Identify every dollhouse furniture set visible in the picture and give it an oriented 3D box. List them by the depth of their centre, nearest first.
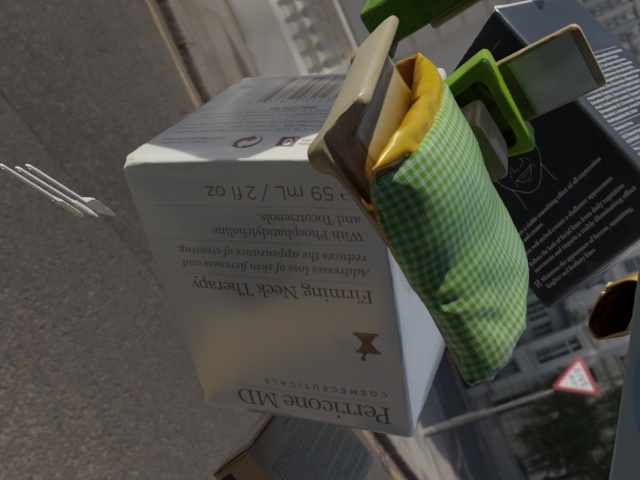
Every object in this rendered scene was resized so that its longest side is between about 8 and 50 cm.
[{"bbox_3d":[0.129,-0.089,0.445,0.197,0.151,0.301,52,32,-23],"label":"dollhouse furniture set"}]

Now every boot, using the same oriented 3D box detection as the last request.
[{"bbox_3d":[0.476,0.037,0.810,0.295,0.211,0.104,111,-34,-49],"label":"boot"}]

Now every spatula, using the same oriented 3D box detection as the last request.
[{"bbox_3d":[-0.610,-0.115,1.547,0.242,0.168,0.019,42,63,-44],"label":"spatula"}]

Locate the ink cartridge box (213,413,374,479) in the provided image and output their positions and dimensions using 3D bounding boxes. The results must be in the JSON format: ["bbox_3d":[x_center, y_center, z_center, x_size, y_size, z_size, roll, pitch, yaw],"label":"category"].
[{"bbox_3d":[-0.031,0.352,1.039,0.193,0.088,0.235,49,26,0],"label":"ink cartridge box"}]

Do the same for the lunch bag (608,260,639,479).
[{"bbox_3d":[0.325,0.109,0.242,0.239,0.386,0.327,-63,155,-76],"label":"lunch bag"}]

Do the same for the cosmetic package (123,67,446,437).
[{"bbox_3d":[0.000,0.000,0.935,0.327,0.330,0.393,-54,140,-52],"label":"cosmetic package"}]

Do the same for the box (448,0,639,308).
[{"bbox_3d":[0.386,-0.146,1.081,0.395,0.212,0.293,55,-35,17],"label":"box"}]
